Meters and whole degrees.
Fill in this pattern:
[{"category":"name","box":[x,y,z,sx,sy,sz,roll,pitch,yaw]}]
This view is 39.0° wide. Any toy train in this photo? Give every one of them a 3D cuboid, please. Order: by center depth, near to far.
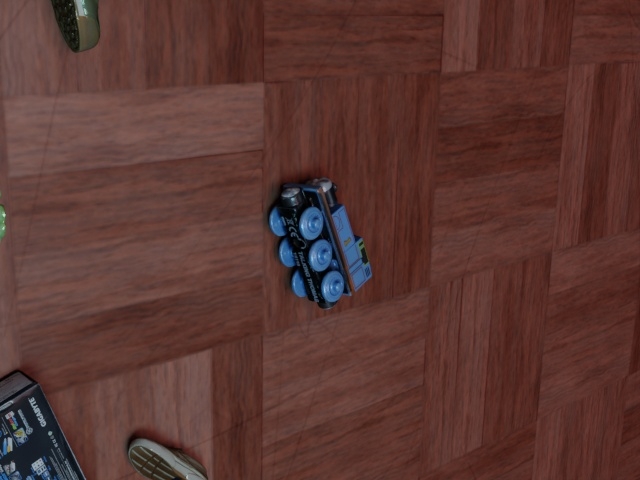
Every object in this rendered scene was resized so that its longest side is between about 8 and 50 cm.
[{"category":"toy train","box":[0.000,0.000,1.197,0.105,0.080,0.184,-42,125,-38]}]

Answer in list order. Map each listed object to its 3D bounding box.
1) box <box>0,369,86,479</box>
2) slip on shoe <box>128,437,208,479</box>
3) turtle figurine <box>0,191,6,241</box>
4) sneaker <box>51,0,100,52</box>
[{"category":"box","box":[-0.346,0.277,0.969,0.175,0.051,0.220,-34,123,-31]},{"category":"slip on shoe","box":[-0.186,0.277,1.127,0.135,0.051,0.041,44,32,-33]},{"category":"turtle figurine","box":[-0.401,-0.057,0.721,0.266,0.198,0.274,-12,114,-39]},{"category":"sneaker","box":[-0.231,-0.291,0.902,0.086,0.064,0.192,-24,114,-31]}]
